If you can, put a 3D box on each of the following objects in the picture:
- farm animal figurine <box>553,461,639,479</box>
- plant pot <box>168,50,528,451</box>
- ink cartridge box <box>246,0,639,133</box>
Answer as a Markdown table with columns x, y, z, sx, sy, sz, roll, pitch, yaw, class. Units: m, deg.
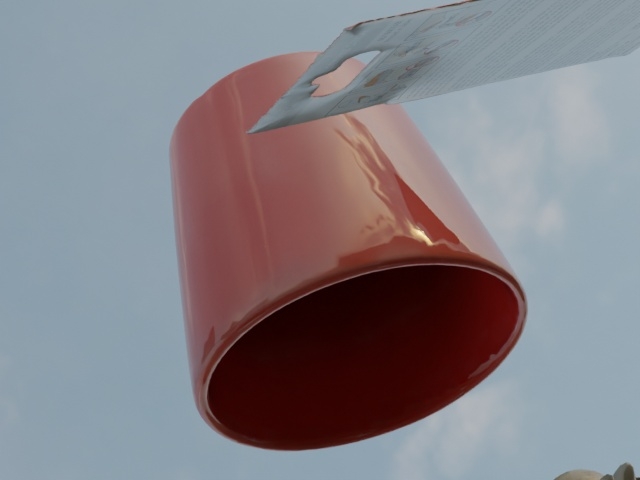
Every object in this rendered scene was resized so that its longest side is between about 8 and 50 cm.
| x | y | z | sx | sy | sz | roll | pitch | yaw | class |
| --- | --- | --- | --- | --- | --- | --- | --- | --- | --- |
| 0.113 | 0.188 | 0.859 | 0.326 | 0.330 | 0.172 | -1 | -88 | 12 | farm animal figurine |
| 0.000 | 0.000 | 1.424 | 0.275 | 0.243 | 0.275 | -15 | -33 | -10 | plant pot |
| 0.084 | -0.117 | 0.841 | 0.224 | 0.181 | 0.056 | -12 | -98 | -19 | ink cartridge box |
